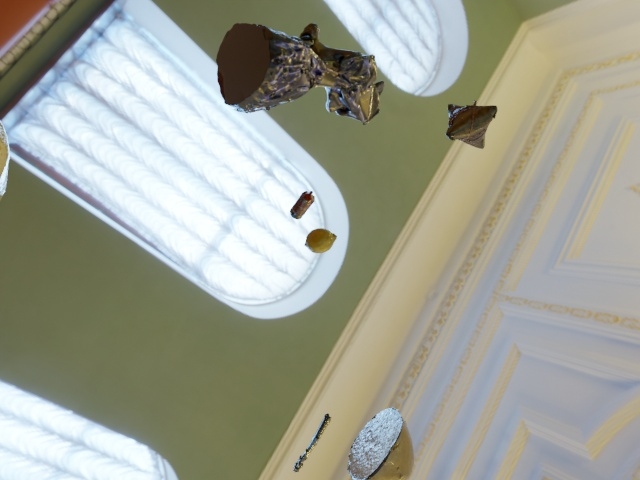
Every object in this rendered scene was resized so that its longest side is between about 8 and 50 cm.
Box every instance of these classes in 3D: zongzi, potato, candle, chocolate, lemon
[{"bbox_3d":[0.189,-0.160,0.592,0.067,0.083,0.074,-36,-109,14],"label":"zongzi"},{"bbox_3d":[0.161,0.510,1.050,0.182,0.117,0.202,-44,-177,-1],"label":"potato"},{"bbox_3d":[-0.055,-0.121,1.457,0.131,0.051,0.052,-46,-159,49],"label":"candle"},{"bbox_3d":[0.007,-0.266,0.712,0.126,0.343,0.149,0,-82,46],"label":"chocolate"},{"bbox_3d":[0.000,0.000,1.086,0.083,0.062,0.062,-16,-149,0],"label":"lemon"}]

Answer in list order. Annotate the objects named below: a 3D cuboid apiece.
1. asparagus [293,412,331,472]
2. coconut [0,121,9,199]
[{"bbox_3d":[-0.014,0.304,0.661,0.016,0.013,0.166,-95,-157,-54],"label":"asparagus"},{"bbox_3d":[-0.408,-0.080,0.386,0.236,0.236,0.198,-13,-118,49],"label":"coconut"}]
